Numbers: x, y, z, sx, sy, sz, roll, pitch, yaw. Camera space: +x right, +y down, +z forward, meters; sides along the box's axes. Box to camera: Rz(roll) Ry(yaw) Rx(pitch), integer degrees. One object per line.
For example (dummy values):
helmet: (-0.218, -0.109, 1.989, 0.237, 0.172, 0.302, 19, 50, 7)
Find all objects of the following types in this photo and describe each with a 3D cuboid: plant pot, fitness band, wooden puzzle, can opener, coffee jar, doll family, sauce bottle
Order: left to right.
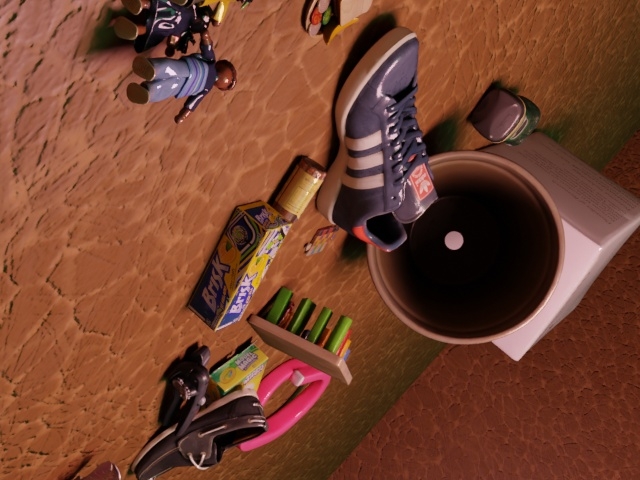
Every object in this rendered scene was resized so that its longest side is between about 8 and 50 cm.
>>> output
can opener: (-0.196, 0.234, 1.232, 0.073, 0.059, 0.186, -32, 153, -44)
doll family: (-0.096, -0.185, 0.669, 0.193, 0.076, 0.111, -56, 165, 30)
fitness band: (-0.078, 0.329, 1.686, 0.209, 0.054, 0.291, -54, 160, 11)
sauce bottle: (-0.040, -0.047, 1.090, 0.128, 0.042, 0.042, -55, 161, 19)
wooden puzzle: (0.000, 0.000, 1.320, 0.083, 0.006, 0.049, -16, 142, -59)
plant pot: (0.250, 0.005, 1.500, 0.323, 0.323, 0.280, -52, 177, 6)
coffee jar: (0.347, -0.229, 1.562, 0.096, 0.079, 0.184, -53, 162, 18)

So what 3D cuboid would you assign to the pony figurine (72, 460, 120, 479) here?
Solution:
pony figurine: (-0.362, 0.448, 1.003, 0.351, 0.303, 0.363, -39, 145, -9)

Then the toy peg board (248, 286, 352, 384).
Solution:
toy peg board: (-0.015, 0.151, 1.357, 0.079, 0.161, 0.161, -61, 164, -14)

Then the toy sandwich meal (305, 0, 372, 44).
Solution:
toy sandwich meal: (0.020, -0.242, 0.873, 0.085, 0.029, 0.086, -42, 160, -19)

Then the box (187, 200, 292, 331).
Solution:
box: (-0.105, 0.034, 1.072, 0.059, 0.054, 0.169, -20, 144, -57)

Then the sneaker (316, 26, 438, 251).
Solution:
sneaker: (0.100, -0.117, 1.108, 0.131, 0.148, 0.350, -39, 158, -29)

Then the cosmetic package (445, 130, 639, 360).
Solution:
cosmetic package: (0.462, -0.005, 1.863, 0.393, 0.327, 0.329, -22, 147, -52)

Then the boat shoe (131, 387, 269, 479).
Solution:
boat shoe: (-0.192, 0.323, 1.323, 0.233, 0.079, 0.084, -29, 150, -1)

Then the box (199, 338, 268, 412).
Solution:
box: (-0.146, 0.246, 1.397, 0.105, 0.043, 0.179, -35, 154, -38)
